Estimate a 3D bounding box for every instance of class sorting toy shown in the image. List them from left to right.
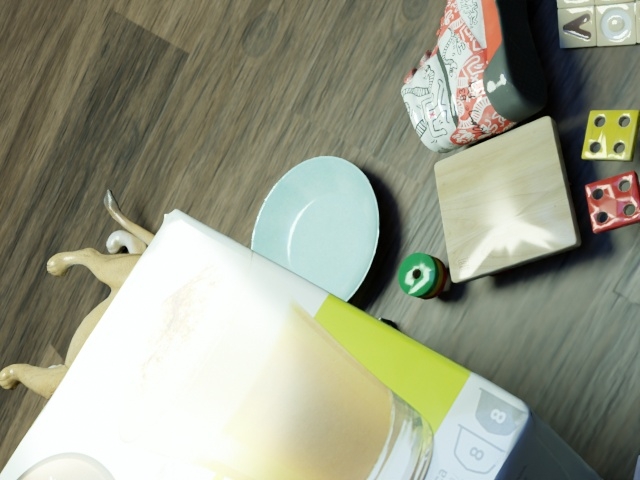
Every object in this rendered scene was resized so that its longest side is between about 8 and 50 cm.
[{"bbox_3d":[0.194,-0.037,0.849,0.274,0.046,0.132,-22,64,35],"label":"sorting toy"}]

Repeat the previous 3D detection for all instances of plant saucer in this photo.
[{"bbox_3d":[0.000,0.000,1.015,0.195,0.037,0.195,-14,68,38],"label":"plant saucer"}]

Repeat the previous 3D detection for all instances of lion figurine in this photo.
[{"bbox_3d":[-0.272,0.128,1.151,0.240,0.142,0.392,10,80,35],"label":"lion figurine"}]

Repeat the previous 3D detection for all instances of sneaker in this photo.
[{"bbox_3d":[0.147,-0.222,0.915,0.145,0.090,0.270,-27,55,43],"label":"sneaker"}]

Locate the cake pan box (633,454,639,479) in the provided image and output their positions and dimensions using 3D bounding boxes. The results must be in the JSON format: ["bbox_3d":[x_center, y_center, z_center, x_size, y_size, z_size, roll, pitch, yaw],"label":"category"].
[{"bbox_3d":[0.336,0.306,0.613,0.267,0.070,0.246,12,88,43],"label":"cake pan box"}]

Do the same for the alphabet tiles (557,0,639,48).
[{"bbox_3d":[0.269,-0.301,0.807,0.198,0.009,0.237,6,112,41],"label":"alphabet tiles"}]

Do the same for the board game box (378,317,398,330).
[{"bbox_3d":[0.036,0.189,0.936,0.186,0.026,0.126,-46,53,22],"label":"board game box"}]

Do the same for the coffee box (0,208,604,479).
[{"bbox_3d":[-0.014,0.235,0.690,0.334,0.338,0.338,27,82,35],"label":"coffee box"}]
